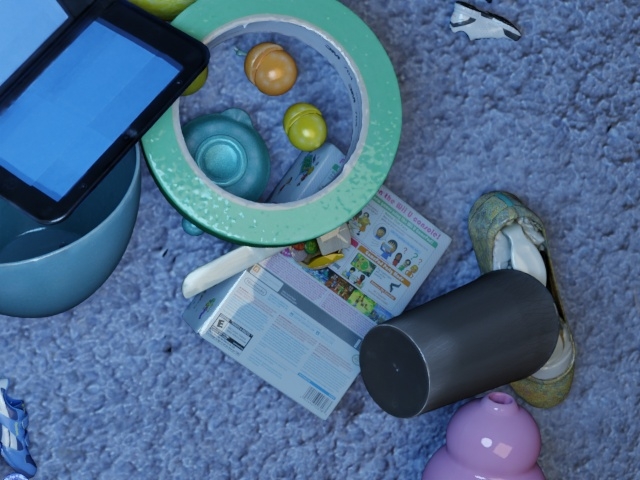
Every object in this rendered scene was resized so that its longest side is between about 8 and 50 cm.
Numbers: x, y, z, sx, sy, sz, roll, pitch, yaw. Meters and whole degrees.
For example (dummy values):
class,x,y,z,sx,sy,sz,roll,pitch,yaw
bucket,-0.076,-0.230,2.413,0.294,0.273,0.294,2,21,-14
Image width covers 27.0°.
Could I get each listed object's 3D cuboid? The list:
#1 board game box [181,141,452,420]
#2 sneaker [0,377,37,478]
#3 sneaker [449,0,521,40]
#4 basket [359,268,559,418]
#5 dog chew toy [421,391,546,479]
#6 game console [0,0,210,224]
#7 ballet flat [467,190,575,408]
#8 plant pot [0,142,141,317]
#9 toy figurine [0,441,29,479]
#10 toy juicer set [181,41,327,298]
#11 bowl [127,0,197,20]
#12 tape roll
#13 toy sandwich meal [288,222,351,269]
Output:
class,x,y,z,sx,sy,sz,roll,pitch,yaw
board game box,-0.003,0.051,1.792,0.224,0.097,0.303,37,87,-21
sneaker,-0.396,0.241,1.714,0.059,0.053,0.144,-31,109,-14
sneaker,0.226,-0.294,1.844,0.109,0.040,0.044,17,110,-18
basket,0.175,0.143,1.778,0.227,0.204,0.154,-17,75,-42
dog chew toy,0.223,0.366,1.852,0.206,0.206,0.332,-1,112,-19
game console,-0.316,-0.209,1.489,0.293,0.173,0.250,-51,127,-22
ballet flat,0.298,0.097,1.896,0.123,0.123,0.349,-22,107,-14
plant pot,-0.347,-0.020,1.590,0.290,0.290,0.195,-21,142,-15
toy figurine,-0.455,0.315,1.592,0.217,0.191,0.363,9,79,-19
toy juicer set,-0.093,-0.099,1.710,0.209,0.089,0.329,-6,87,-9
bowl,-0.184,-0.407,1.613,0.289,0.156,0.289,-4,102,-18
tape roll,-0.063,-0.152,1.634,0.321,0.077,0.321,1,86,-8
toy sandwich meal,0.000,0.000,1.718,0.085,0.029,0.086,-3,100,-18
